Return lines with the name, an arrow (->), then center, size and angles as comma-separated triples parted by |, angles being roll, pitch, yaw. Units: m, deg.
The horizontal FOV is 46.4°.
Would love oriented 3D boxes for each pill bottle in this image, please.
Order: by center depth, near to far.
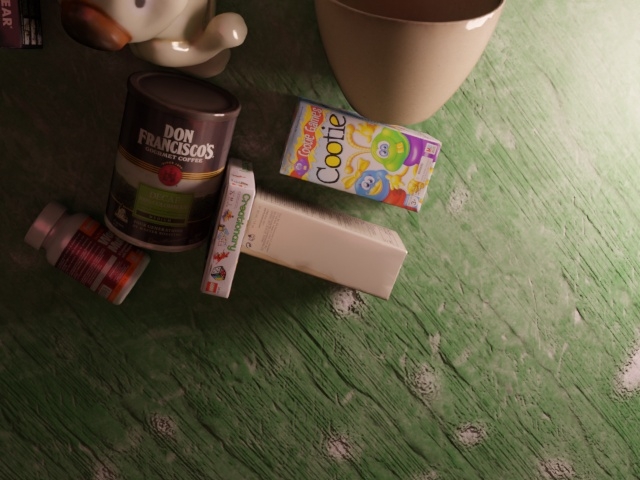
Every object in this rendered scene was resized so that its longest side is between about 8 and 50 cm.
pill bottle -> -0.458, 0.021, 1.474 | 0.221, 0.121, 0.121 | 35, 100, -11

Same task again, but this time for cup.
cup -> 0.142, -0.350, 1.342 | 0.330, 0.331, 0.237 | 2, 129, -4

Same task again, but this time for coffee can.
coffee can -> -0.275, -0.146, 1.375 | 0.201, 0.202, 0.276 | 14, 116, -7

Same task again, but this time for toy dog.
toy dog -> -0.299, -0.437, 1.219 | 0.395, 0.408, 0.285 | 16, 102, -8

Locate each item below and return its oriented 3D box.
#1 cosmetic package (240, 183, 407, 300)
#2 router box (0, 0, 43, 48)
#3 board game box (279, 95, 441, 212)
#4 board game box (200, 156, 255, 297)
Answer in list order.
cosmetic package -> 0.000, 0.000, 1.479 | 0.309, 0.160, 0.113 | 20, 103, -7
router box -> -0.546, -0.437, 1.346 | 0.046, 0.133, 0.179 | 0, 104, -4
board game box -> 0.070, -0.169, 1.446 | 0.275, 0.144, 0.142 | 16, 103, -7
board game box -> -0.170, -0.036, 1.382 | 0.053, 0.305, 0.193 | 14, 104, -10
